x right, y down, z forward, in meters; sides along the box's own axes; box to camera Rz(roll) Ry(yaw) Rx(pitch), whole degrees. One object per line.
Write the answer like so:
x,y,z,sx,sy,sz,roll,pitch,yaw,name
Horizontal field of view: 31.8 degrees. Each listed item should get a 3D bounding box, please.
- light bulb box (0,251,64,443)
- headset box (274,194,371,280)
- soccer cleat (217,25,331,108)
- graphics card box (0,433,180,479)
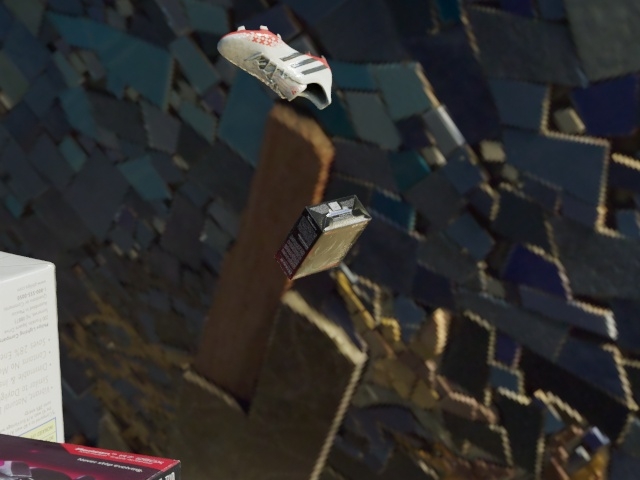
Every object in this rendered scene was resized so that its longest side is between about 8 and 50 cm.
-0.493,0.219,1.269,0.225,0.361,0.358,10,17,32,light bulb box
0.000,0.000,1.039,0.062,0.032,0.083,-14,-30,-40,headset box
-0.025,-0.104,0.681,0.029,0.083,0.035,-33,55,38,soccer cleat
-0.287,0.244,0.878,0.233,0.094,0.371,6,7,17,graphics card box
